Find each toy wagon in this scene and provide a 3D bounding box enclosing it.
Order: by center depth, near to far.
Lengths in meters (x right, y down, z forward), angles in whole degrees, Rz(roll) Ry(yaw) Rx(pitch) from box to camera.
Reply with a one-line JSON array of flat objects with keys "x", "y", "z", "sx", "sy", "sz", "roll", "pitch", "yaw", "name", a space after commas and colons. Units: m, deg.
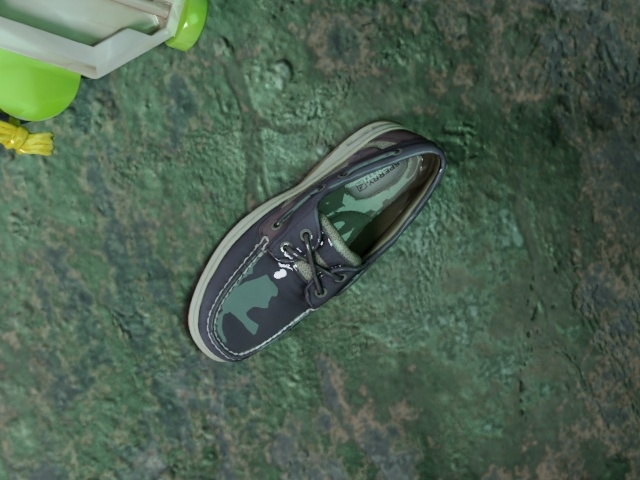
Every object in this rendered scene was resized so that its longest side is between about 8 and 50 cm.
[{"x": -0.219, "y": -0.241, "z": 1.452, "sx": 0.267, "sy": 0.068, "sz": 0.344, "roll": 16, "pitch": 89, "yaw": -25, "name": "toy wagon"}]

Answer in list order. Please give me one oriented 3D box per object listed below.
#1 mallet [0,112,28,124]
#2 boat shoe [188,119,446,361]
[{"x": -0.313, "y": -0.099, "z": 1.447, "sx": 0.190, "sy": 0.039, "sz": 0.062, "roll": -25, "pitch": 103, "yaw": -25, "name": "mallet"}, {"x": 0.000, "y": 0.000, "z": 1.564, "sx": 0.285, "sy": 0.092, "sz": 0.103, "roll": -42, "pitch": 111, "yaw": -15, "name": "boat shoe"}]
